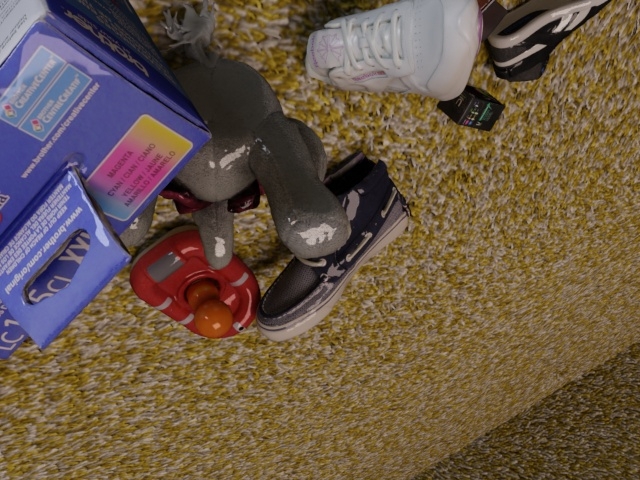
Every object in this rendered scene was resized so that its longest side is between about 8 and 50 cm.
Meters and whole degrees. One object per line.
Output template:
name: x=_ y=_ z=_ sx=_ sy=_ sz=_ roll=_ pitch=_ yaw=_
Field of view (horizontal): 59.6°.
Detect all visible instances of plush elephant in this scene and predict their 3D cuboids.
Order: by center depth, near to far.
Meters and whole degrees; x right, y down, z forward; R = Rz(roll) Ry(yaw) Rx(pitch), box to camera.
plush elephant: x=-0.138 y=-0.084 z=0.693 sx=0.272 sy=0.329 sz=0.255 roll=-6 pitch=156 yaw=-11

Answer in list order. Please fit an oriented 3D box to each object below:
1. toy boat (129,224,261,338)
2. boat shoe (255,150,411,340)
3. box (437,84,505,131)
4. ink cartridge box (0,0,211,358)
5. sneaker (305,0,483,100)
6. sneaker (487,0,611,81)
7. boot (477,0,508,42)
toy boat: x=-0.183 y=0.093 z=0.890 sx=0.151 sy=0.151 sz=0.231 roll=-37 pitch=139 yaw=4
boat shoe: x=0.000 y=0.000 z=0.921 sx=0.340 sy=0.127 sz=0.158 roll=-46 pitch=136 yaw=-17
box: x=0.251 y=-0.223 z=0.932 sx=0.083 sy=0.062 sz=0.052 roll=3 pitch=128 yaw=-34
ink cartridge box: x=-0.265 y=-0.097 z=0.470 sx=0.270 sy=0.395 sz=0.151 roll=-44 pitch=138 yaw=12
sneaker: x=0.073 y=-0.218 z=0.665 sx=0.152 sy=0.305 sz=0.114 roll=-7 pitch=100 yaw=-18
sneaker: x=0.371 y=-0.335 z=0.900 sx=0.217 sy=0.079 sz=0.121 roll=-26 pitch=142 yaw=3
boot: x=0.168 y=-0.419 z=0.701 sx=0.281 sy=0.096 sz=0.264 roll=19 pitch=124 yaw=-33
